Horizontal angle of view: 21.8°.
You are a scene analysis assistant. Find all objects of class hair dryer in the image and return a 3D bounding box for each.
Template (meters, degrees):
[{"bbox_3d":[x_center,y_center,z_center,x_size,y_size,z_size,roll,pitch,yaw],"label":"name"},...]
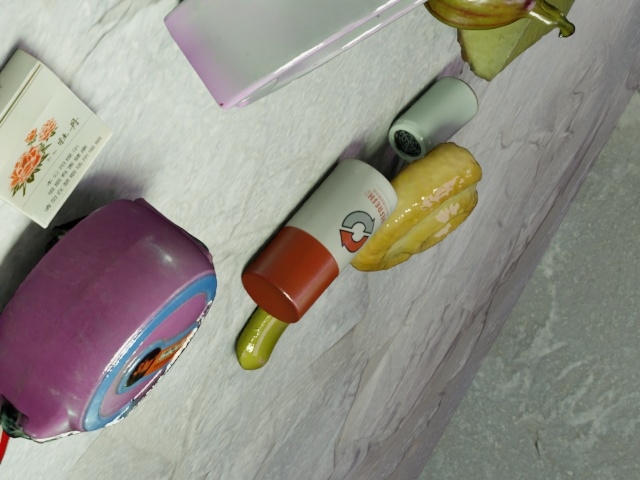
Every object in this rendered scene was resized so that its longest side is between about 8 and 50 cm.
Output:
[{"bbox_3d":[0.133,-0.122,2.372,0.131,0.073,0.236,-43,168,-35],"label":"hair dryer"}]

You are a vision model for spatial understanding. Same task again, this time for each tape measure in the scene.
[{"bbox_3d":[-0.215,0.079,1.587,0.245,0.149,0.231,-54,168,18],"label":"tape measure"}]

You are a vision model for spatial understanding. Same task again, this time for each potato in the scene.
[{"bbox_3d":[0.278,-0.341,2.273,0.269,0.112,0.255,-56,168,6],"label":"potato"}]

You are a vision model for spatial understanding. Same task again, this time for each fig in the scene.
[{"bbox_3d":[0.203,-0.302,1.987,0.142,0.186,0.148,-42,162,-19],"label":"fig"}]

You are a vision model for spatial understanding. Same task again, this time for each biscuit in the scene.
[{"bbox_3d":[0.124,-0.031,2.320,0.213,0.091,0.274,-33,170,-5],"label":"biscuit"}]

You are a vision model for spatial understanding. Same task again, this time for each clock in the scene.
[{"bbox_3d":[0.029,-0.237,1.474,0.338,0.102,0.338,-32,-177,2],"label":"clock"}]

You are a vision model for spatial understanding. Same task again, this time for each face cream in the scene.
[{"bbox_3d":[0.000,0.000,2.127,0.214,0.096,0.096,-49,162,-24],"label":"face cream"}]

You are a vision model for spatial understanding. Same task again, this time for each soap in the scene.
[{"bbox_3d":[-0.067,0.113,2.237,0.140,0.045,0.089,-55,161,-2],"label":"soap"}]

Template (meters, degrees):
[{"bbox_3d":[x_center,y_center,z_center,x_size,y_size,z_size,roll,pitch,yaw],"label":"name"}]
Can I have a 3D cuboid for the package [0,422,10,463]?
[{"bbox_3d":[-0.379,0.249,1.616,0.154,0.030,0.239,-60,164,6],"label":"package"}]

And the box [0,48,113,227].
[{"bbox_3d":[-0.241,-0.080,1.396,0.109,0.029,0.198,-56,165,-5],"label":"box"}]
